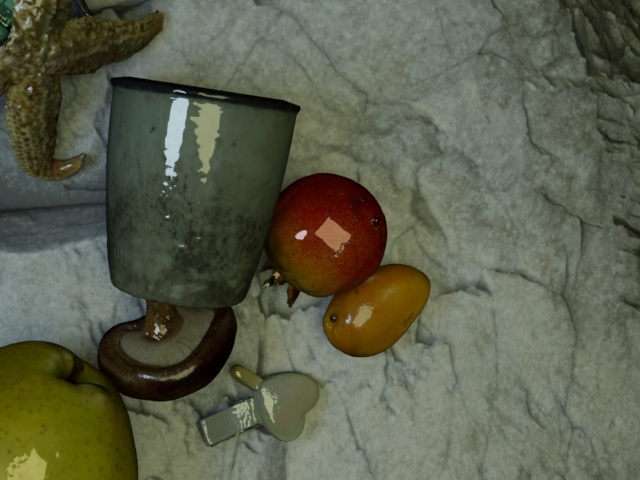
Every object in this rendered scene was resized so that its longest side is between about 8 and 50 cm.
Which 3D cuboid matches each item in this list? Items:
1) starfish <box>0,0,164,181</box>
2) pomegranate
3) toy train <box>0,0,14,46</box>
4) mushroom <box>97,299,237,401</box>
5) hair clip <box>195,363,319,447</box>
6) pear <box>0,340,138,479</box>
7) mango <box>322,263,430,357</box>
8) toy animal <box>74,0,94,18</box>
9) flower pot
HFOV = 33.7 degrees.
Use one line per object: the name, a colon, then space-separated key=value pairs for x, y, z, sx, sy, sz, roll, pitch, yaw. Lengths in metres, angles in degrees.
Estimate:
starfish: x=-0.375 y=-0.298 z=1.597 sx=0.432 sy=0.082 sz=0.324 roll=-59 pitch=145 yaw=2
pomegranate: x=0.000 y=0.000 z=1.745 sx=0.210 sy=0.210 sz=0.235 roll=37 pitch=109 yaw=-15
toy train: x=-0.571 y=-0.399 z=1.593 sx=0.330 sy=0.138 sz=0.178 roll=43 pitch=77 yaw=-15
mushroom: x=-0.240 y=0.180 z=1.703 sx=0.231 sy=0.138 sz=0.194 roll=-21 pitch=55 yaw=-11
hair clip: x=-0.107 y=0.280 z=1.813 sx=0.218 sy=0.071 sz=0.159 roll=-21 pitch=98 yaw=-17
pear: x=-0.459 y=0.355 z=1.578 sx=0.362 sy=0.362 sz=0.418 roll=25 pitch=100 yaw=-16
mango: x=0.103 y=0.114 z=1.830 sx=0.219 sy=0.112 sz=0.144 roll=-31 pitch=124 yaw=-26
toy animal: x=-0.437 y=-0.501 z=1.643 sx=0.206 sy=0.081 sz=0.367 roll=0 pitch=99 yaw=-13
flower pot: x=-0.196 y=-0.077 z=1.649 sx=0.294 sy=0.293 sz=0.330 roll=5 pitch=99 yaw=-16
